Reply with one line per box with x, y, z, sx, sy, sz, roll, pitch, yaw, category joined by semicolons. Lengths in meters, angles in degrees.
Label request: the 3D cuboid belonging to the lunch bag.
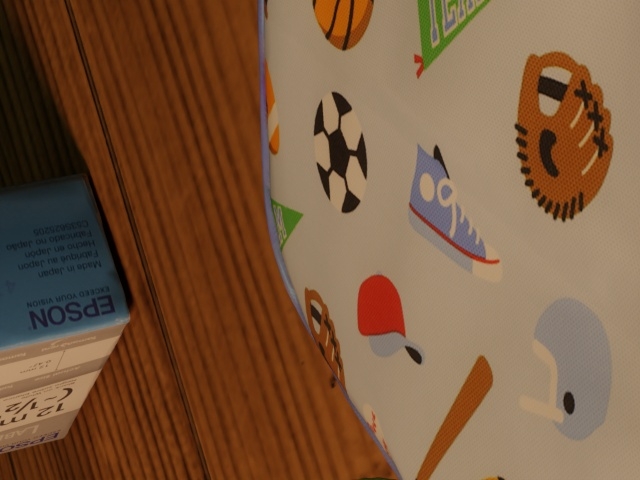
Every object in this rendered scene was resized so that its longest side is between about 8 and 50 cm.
0.084;-0.026;0.455;0.303;0.115;0.243;42;136;54;lunch bag

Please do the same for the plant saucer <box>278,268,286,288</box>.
0.000;0.000;0.768;0.083;0.013;0.083;39;135;55;plant saucer

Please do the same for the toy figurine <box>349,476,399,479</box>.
0.043;0.187;0.579;0.173;0.130;0.159;36;133;19;toy figurine

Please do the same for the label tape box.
-0.289;0.097;1.158;0.115;0.249;0.347;68;154;20;label tape box
